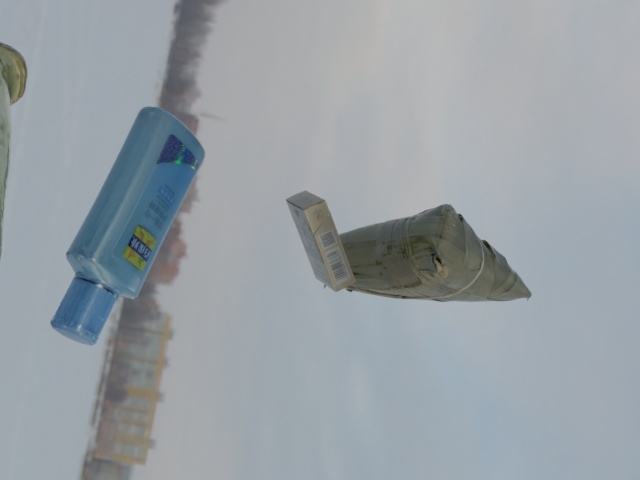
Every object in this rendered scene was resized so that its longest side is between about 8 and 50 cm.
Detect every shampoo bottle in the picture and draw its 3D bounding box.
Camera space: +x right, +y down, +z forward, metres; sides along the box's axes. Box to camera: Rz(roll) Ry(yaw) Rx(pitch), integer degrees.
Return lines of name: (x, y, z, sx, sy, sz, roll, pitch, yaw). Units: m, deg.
shampoo bottle: (-0.209, -0.011, 1.130, 0.104, 0.061, 0.258, 50, 57, -52)

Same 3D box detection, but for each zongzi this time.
zongzi: (0.101, 0.038, 1.101, 0.189, 0.178, 0.081, -12, -122, 38)

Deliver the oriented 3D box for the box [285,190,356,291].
box: (0.000, 0.000, 0.938, 0.083, 0.024, 0.053, 67, -14, -18)

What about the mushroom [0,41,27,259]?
mushroom: (-0.301, -0.059, 0.856, 0.081, 0.100, 0.312, 87, -2, -49)
